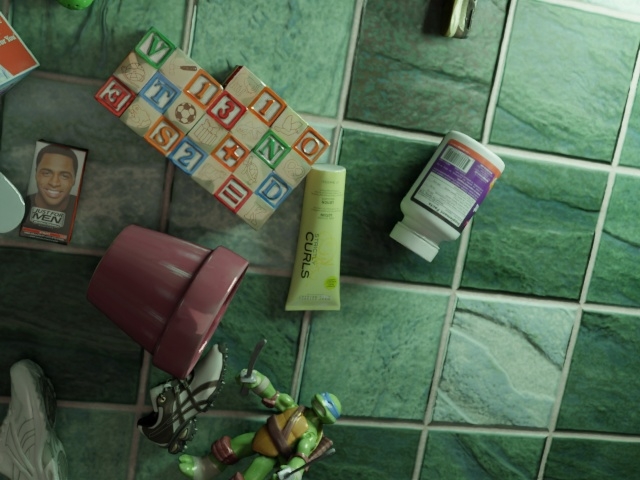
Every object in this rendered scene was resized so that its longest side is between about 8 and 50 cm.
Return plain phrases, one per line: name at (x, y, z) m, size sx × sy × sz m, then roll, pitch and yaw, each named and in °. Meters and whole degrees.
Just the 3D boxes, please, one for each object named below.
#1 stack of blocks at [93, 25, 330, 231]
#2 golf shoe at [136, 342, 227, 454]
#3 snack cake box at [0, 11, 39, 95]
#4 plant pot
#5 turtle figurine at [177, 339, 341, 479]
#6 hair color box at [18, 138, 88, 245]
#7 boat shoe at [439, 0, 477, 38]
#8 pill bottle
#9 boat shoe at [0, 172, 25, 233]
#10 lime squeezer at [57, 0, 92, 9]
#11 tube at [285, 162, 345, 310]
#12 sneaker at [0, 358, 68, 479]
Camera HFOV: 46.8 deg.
stack of blocks at (-0.155, -0.176, 1.078) m, size 0.297 × 0.087 × 0.171 m, roll 40°, pitch 92°, yaw -18°
golf shoe at (-0.216, 0.240, 1.165) m, size 0.093 × 0.077 × 0.198 m, roll 29°, pitch 94°, yaw -17°
snack cake box at (-0.485, -0.221, 0.899) m, size 0.089 × 0.264 × 0.152 m, roll -27°, pitch 109°, yaw 26°
plant pot at (-0.227, 0.073, 1.075) m, size 0.180 × 0.201 × 0.201 m, roll 29°, pitch 95°, yaw -1°
turtle figurine at (-0.108, 0.304, 1.141) m, size 0.266 × 0.274 × 0.198 m, roll -39°, pitch 78°, yaw 4°
hair color box at (-0.387, -0.070, 1.073) m, size 0.071 × 0.043 × 0.141 m, roll 11°, pitch 99°, yaw -14°
boat shoe at (0.225, -0.387, 1.138) m, size 0.049 × 0.056 × 0.152 m, roll 8°, pitch 110°, yaw -19°
pill bottle at (0.195, -0.066, 1.172) m, size 0.108 × 0.108 × 0.194 m, roll 32°, pitch 94°, yaw -17°
boat shoe at (-0.510, -0.124, 1.011) m, size 0.096 × 0.088 × 0.268 m, roll -48°, pitch 116°, yaw -24°
lime squeezer at (-0.321, -0.387, 1.021) m, size 0.310 × 0.059 × 0.110 m, roll -32°, pitch 77°, yaw -2°
tube at (0.000, 0.000, 1.171) m, size 0.070 × 0.062 × 0.240 m, roll 14°, pitch 108°, yaw 25°
sneaker at (-0.457, 0.294, 1.119) m, size 0.115 × 0.090 × 0.232 m, roll -6°, pitch 103°, yaw -8°
